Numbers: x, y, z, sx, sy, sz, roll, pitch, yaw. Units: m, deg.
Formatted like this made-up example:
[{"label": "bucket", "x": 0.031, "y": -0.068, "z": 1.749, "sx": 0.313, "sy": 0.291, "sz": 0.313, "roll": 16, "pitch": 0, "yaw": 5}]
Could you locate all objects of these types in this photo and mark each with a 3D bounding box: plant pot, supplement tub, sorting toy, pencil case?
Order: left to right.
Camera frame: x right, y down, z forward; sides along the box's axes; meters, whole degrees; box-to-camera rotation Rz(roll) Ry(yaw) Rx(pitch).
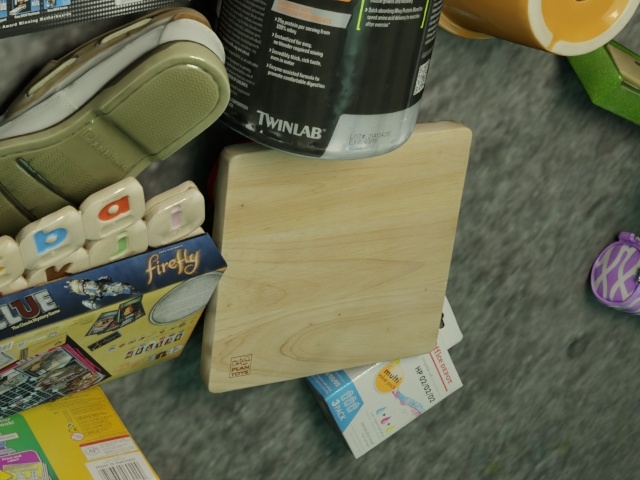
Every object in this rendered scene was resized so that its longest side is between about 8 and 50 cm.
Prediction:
[{"label": "sorting toy", "x": 0.000, "y": 0.000, "z": 1.543, "sx": 0.257, "sy": 0.089, "sz": 0.256, "roll": -8, "pitch": 122, "yaw": -27}, {"label": "supplement tub", "x": 0.016, "y": -0.244, "z": 1.334, "sx": 0.193, "sy": 0.193, "sz": 0.316, "roll": -4, "pitch": 120, "yaw": -29}, {"label": "plant pot", "x": 0.189, "y": -0.261, "z": 1.430, "sx": 0.205, "sy": 0.188, "sz": 0.205, "roll": -15, "pitch": 125, "yaw": -23}, {"label": "pencil case", "x": 0.401, "y": 0.056, "z": 1.828, "sx": 0.206, "sy": 0.086, "sz": 0.088, "roll": 21, "pitch": 79, "yaw": -39}]

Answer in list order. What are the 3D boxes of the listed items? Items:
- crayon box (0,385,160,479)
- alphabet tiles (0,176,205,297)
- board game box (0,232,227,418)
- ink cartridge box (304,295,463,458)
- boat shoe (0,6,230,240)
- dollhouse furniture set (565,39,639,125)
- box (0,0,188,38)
[{"label": "crayon box", "x": -0.305, "y": 0.233, "z": 1.453, "sx": 0.278, "sy": 0.165, "sz": 0.081, "roll": -10, "pitch": 123, "yaw": -25}, {"label": "alphabet tiles", "x": -0.231, "y": 0.042, "z": 1.399, "sx": 0.284, "sy": 0.021, "sz": 0.278, "roll": -26, "pitch": 158, "yaw": -14}, {"label": "board game box", "x": -0.217, "y": 0.084, "z": 1.424, "sx": 0.243, "sy": 0.042, "sz": 0.165, "roll": -18, "pitch": 155, "yaw": -33}, {"label": "ink cartridge box", "x": 0.082, "y": 0.137, "z": 1.694, "sx": 0.181, "sy": 0.061, "sz": 0.104, "roll": -34, "pitch": 130, "yaw": -9}, {"label": "boat shoe", "x": -0.209, "y": -0.093, "z": 1.346, "sx": 0.302, "sy": 0.103, "sz": 0.113, "roll": -27, "pitch": 130, "yaw": 14}, {"label": "dollhouse furniture set", "x": 0.399, "y": -0.137, "z": 1.533, "sx": 0.151, "sy": 0.302, "sz": 0.197, "roll": 21, "pitch": 126, "yaw": -41}, {"label": "box", "x": -0.223, "y": -0.274, "z": 1.232, "sx": 0.270, "sy": 0.060, "sz": 0.216, "roll": -17, "pitch": 126, "yaw": -33}]
